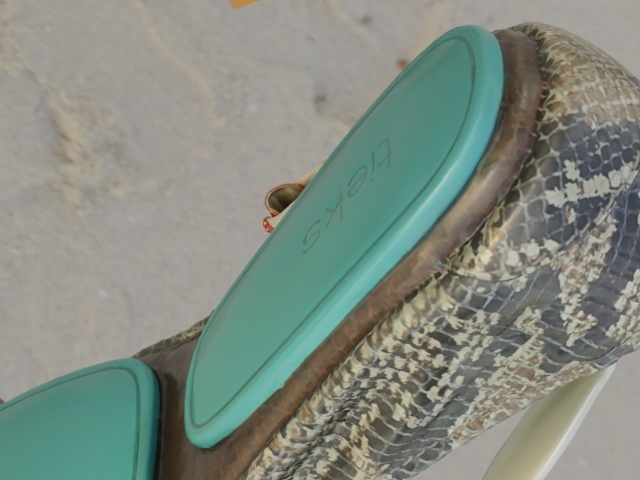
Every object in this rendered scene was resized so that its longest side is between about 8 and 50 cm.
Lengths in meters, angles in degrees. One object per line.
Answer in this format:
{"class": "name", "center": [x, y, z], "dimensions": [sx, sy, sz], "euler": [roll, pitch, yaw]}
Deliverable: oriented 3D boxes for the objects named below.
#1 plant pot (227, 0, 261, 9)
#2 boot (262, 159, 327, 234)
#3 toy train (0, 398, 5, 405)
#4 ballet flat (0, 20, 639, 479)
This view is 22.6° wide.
{"class": "plant pot", "center": [-0.046, -0.295, 1.294], "dimensions": [0.205, 0.205, 0.188], "euler": [-25, 100, -23]}
{"class": "boot", "center": [0.000, 0.000, 0.882], "dimensions": [0.084, 0.158, 0.059], "euler": [33, 65, -11]}
{"class": "toy train", "center": [-0.219, 0.114, 1.049], "dimensions": [0.158, 0.036, 0.027], "euler": [38, 112, -8]}
{"class": "ballet flat", "center": [-0.023, 0.100, 0.687], "dimensions": [0.182, 0.164, 0.483], "euler": [35, 126, -26]}
